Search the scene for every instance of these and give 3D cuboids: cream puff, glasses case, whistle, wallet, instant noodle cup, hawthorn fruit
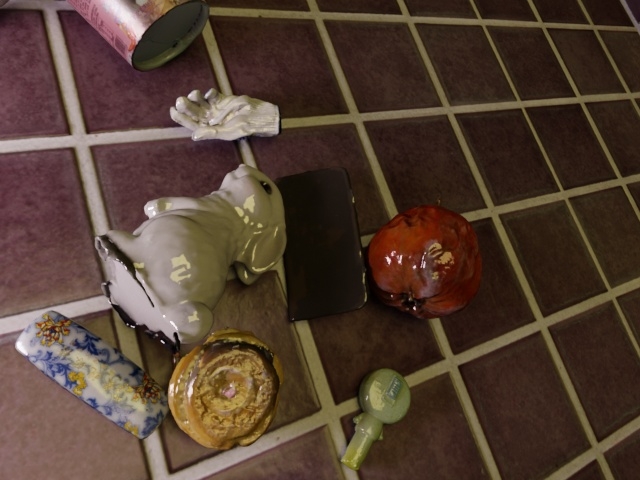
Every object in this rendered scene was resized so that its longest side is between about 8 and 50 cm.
[{"bbox_3d":[-0.153,0.234,0.765,0.189,0.129,0.189,5,77,-23],"label":"cream puff"},{"bbox_3d":[-0.342,0.205,0.726,0.248,0.065,0.087,38,56,-6],"label":"glasses case"},{"bbox_3d":[0.102,0.332,0.884,0.104,0.057,0.198,40,58,-5],"label":"whistle"},{"bbox_3d":[0.000,0.000,0.943,0.165,0.042,0.310,-11,70,7],"label":"wallet"},{"bbox_3d":[-0.361,-0.479,0.897,0.231,0.243,0.243,49,59,-7],"label":"instant noodle cup"},{"bbox_3d":[0.221,0.018,0.962,0.241,0.242,0.272,32,61,-10],"label":"hawthorn fruit"}]

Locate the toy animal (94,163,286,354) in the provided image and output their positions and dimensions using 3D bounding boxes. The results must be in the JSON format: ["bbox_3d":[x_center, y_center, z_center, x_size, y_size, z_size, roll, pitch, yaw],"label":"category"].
[{"bbox_3d":[-0.186,0.010,0.818,0.258,0.194,0.357,47,50,10],"label":"toy animal"}]

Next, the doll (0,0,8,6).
[{"bbox_3d":[-0.573,-0.479,0.806,0.111,0.252,0.237,33,48,-37],"label":"doll"}]

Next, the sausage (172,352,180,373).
[{"bbox_3d":[-0.239,0.235,0.791,0.015,0.015,0.100,-2,72,-25],"label":"sausage"}]

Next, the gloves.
[{"bbox_3d":[-0.188,-0.249,0.960,0.229,0.097,0.119,4,64,-28],"label":"gloves"}]
